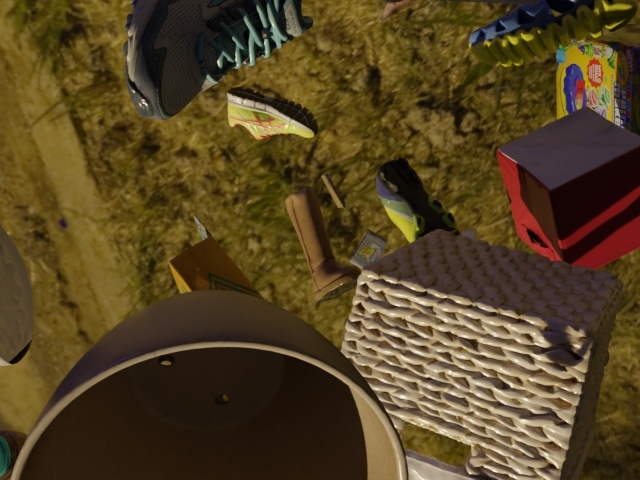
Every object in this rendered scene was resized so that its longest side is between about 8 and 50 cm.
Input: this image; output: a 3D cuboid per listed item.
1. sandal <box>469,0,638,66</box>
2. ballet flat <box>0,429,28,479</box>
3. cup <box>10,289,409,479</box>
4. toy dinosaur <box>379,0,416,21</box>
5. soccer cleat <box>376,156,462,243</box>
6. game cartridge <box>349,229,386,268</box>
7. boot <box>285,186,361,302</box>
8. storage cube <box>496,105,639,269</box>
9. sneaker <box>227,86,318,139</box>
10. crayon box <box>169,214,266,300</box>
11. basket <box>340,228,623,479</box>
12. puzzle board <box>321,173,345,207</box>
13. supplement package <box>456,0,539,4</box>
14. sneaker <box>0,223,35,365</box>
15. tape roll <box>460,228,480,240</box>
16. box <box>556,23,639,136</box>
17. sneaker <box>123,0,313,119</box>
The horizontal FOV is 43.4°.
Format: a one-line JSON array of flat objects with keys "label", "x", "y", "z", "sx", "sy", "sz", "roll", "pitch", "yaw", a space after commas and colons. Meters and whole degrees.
[{"label": "sandal", "x": 0.443, "y": -0.443, "z": 1.578, "sx": 0.317, "sy": 0.126, "sz": 0.138, "roll": -17, "pitch": 74, "yaw": 13}, {"label": "ballet flat", "x": -0.589, "y": 0.410, "z": 1.339, "sx": 0.342, "sy": 0.124, "sz": 0.116, "roll": -32, "pitch": 66, "yaw": 16}, {"label": "cup", "x": -0.105, "y": 0.177, "z": 0.770, "sx": 0.330, "sy": 0.237, "sz": 0.331, "roll": -4, "pitch": 115, "yaw": -8}, {"label": "toy dinosaur", "x": 0.219, "y": -0.617, "z": 1.798, "sx": 0.200, "sy": 0.296, "sz": 0.127, "roll": 18, "pitch": 163, "yaw": -27}, {"label": "soccer cleat", "x": 0.191, "y": -0.030, "z": 1.509, "sx": 0.121, "sy": 0.093, "sz": 0.289, "roll": 77, "pitch": 169, "yaw": -56}, {"label": "game cartridge", "x": 0.107, "y": 0.024, "z": 1.756, "sx": 0.056, "sy": 0.017, "sz": 0.083, "roll": 29, "pitch": 96, "yaw": -21}, {"label": "boot", "x": 0.000, "y": 0.000, "z": 1.918, "sx": 0.236, "sy": 0.089, "sz": 0.270, "roll": -34, "pitch": 70, "yaw": 62}, {"label": "storage cube", "x": 0.442, "y": -0.085, "z": 1.374, "sx": 0.214, "sy": 0.184, "sz": 0.193, "roll": -26, "pitch": 123, "yaw": -4}, {"label": "sneaker", "x": -0.104, "y": -0.252, "z": 1.708, "sx": 0.208, "sy": 0.081, "sz": 0.094, "roll": 22, "pitch": 120, "yaw": 10}, {"label": "crayon box", "x": -0.123, "y": 0.137, "z": 1.226, "sx": 0.323, "sy": 0.083, "sz": 0.203, "roll": 47, "pitch": 160, "yaw": 31}, {"label": "basket", "x": 0.217, "y": 0.165, "z": 1.109, "sx": 0.328, "sy": 0.331, "sz": 0.267, "roll": 15, "pitch": 107, "yaw": 24}, {"label": "puzzle board", "x": 0.034, "y": -0.129, "z": 2.081, "sx": 0.011, "sy": 0.128, "sz": 0.096, "roll": -29, "pitch": 95, "yaw": -4}, {"label": "supplement package", "x": 0.187, "y": -0.414, "z": 0.841, "sx": 0.145, "sy": 0.204, "sz": 0.262, "roll": 1, "pitch": 154, "yaw": -3}, {"label": "sneaker", "x": -0.557, "y": 0.034, "z": 1.114, "sx": 0.236, "sy": 0.130, "sz": 0.323, "roll": -8, "pitch": 112, "yaw": 18}, {"label": "tape roll", "x": 0.383, "y": 0.114, "z": 2.107, "sx": 0.100, "sy": 0.286, "sz": 0.286, "roll": -11, "pitch": 111, "yaw": 17}, {"label": "box", "x": 0.628, "y": -0.276, "z": 1.641, "sx": 0.176, "sy": 0.279, "sz": 0.290, "roll": -11, "pitch": 111, "yaw": -11}, {"label": "sneaker", "x": -0.078, "y": -0.219, "z": 0.761, "sx": 0.122, "sy": 0.283, "sz": 0.110, "roll": 19, "pitch": 150, "yaw": 18}]
